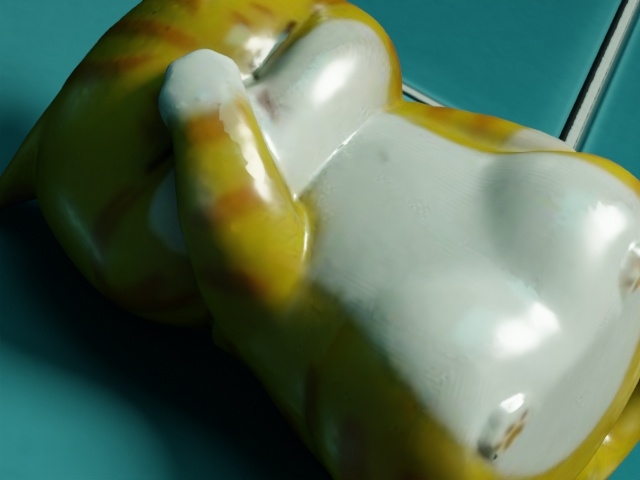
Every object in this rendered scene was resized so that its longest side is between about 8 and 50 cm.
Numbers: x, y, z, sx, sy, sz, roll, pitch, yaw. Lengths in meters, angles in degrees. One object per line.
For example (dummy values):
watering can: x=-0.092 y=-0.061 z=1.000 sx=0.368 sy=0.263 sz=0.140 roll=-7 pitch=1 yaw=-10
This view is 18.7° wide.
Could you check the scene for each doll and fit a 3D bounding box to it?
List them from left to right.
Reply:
doll: x=0.010 y=-0.002 z=0.757 sx=0.269 sy=0.162 sz=0.166 roll=41 pitch=64 yaw=12
